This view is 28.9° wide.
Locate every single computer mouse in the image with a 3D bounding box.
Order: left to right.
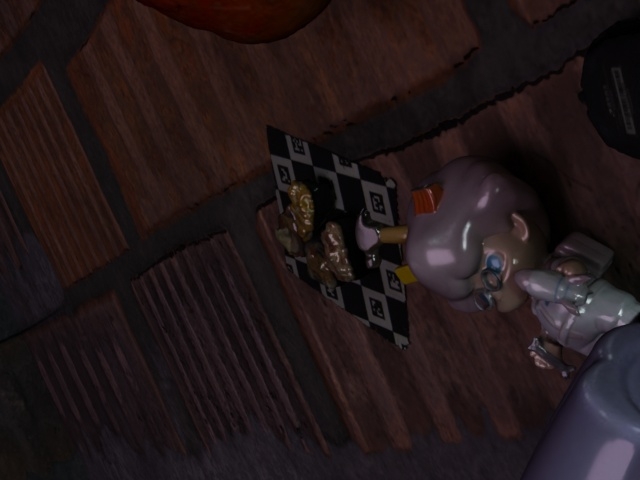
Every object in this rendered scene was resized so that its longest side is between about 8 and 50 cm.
[{"bbox_3d":[0.216,-0.091,0.749,0.172,0.057,0.099,24,135,67],"label":"computer mouse"}]

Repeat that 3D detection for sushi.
[{"bbox_3d":[0.000,0.000,1.206,0.210,0.040,0.192,31,137,47],"label":"sushi"}]

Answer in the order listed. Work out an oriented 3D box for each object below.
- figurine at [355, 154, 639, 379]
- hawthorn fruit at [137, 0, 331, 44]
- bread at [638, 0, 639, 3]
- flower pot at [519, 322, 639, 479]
[{"bbox_3d":[0.138,0.011,0.915,0.229,0.112,0.137,33,149,25],"label":"figurine"},{"bbox_3d":[-0.043,-0.271,0.901,0.211,0.211,0.299,60,143,8],"label":"hawthorn fruit"},{"bbox_3d":[0.195,-0.190,0.498,0.329,0.245,0.424,-3,113,61],"label":"bread"},{"bbox_3d":[0.228,0.196,0.770,0.265,0.265,0.243,37,132,41],"label":"flower pot"}]
